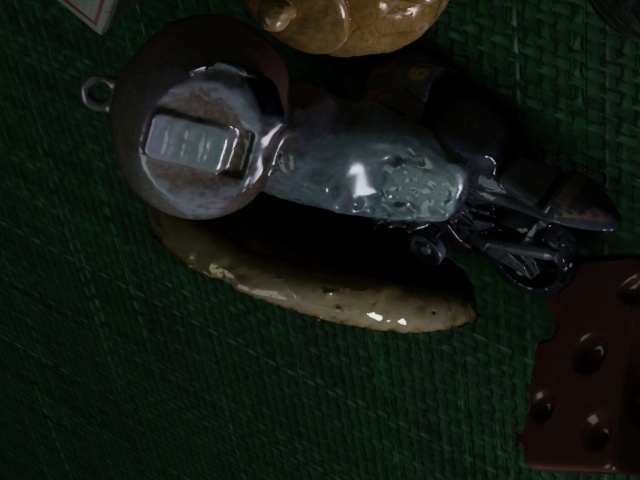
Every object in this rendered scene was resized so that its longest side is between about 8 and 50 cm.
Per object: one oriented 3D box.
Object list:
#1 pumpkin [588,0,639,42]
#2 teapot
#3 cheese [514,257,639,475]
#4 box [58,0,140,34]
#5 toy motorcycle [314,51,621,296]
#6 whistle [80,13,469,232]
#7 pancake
[{"bbox_3d":[0.276,-0.194,1.210,0.211,0.211,0.152,26,103,27],"label":"pumpkin"},{"bbox_3d":[-0.008,-0.232,1.501,0.311,0.167,0.203,11,139,44],"label":"teapot"},{"bbox_3d":[0.301,0.141,1.701,0.177,0.203,0.128,23,160,-36],"label":"cheese"},{"bbox_3d":[-0.230,-0.363,1.668,0.210,0.095,0.330,39,149,4],"label":"box"},{"bbox_3d":[0.123,-0.070,1.630,0.307,0.108,0.173,36,145,7],"label":"toy motorcycle"},{"bbox_3d":[-0.039,-0.095,1.569,0.347,0.189,0.189,15,150,-6],"label":"whistle"},{"bbox_3d":[-0.001,0.002,1.707,0.356,0.356,0.065,31,106,19],"label":"pancake"}]
